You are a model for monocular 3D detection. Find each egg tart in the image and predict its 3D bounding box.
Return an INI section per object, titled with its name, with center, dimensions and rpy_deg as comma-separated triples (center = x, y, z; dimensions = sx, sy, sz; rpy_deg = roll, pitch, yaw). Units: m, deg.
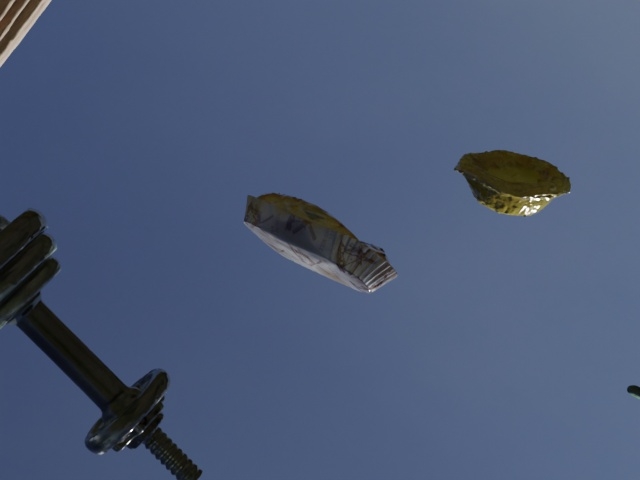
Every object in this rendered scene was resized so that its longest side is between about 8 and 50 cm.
[egg tart]
center = 0.171, -0.050, 1.015
dimensions = 0.105, 0.039, 0.105
rpy_deg = 5, -155, -2

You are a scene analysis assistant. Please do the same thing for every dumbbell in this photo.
[dumbbell]
center = -0.176, 0.082, 0.804
dimensions = 0.254, 0.110, 0.110
rpy_deg = 47, -151, -8

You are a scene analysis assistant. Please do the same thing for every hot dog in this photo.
[hot dog]
center = 0.000, 0.000, 1.105
dimensions = 0.192, 0.053, 0.099
rpy_deg = 21, 166, 47

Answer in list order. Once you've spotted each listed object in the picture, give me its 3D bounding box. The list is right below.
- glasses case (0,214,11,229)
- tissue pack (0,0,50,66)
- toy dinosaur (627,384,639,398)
[glasses case]
center = -0.474, 0.048, 1.355
dimensions = 0.067, 0.109, 0.282
rpy_deg = 20, -150, 25
[tissue pack]
center = -0.267, -0.153, 0.501
dimensions = 0.325, 0.071, 0.170
rpy_deg = 11, -133, 11
[toy dinosaur]
center = 0.661, 0.088, 1.400
dimensions = 0.499, 0.375, 0.144
rpy_deg = -7, -130, -6
